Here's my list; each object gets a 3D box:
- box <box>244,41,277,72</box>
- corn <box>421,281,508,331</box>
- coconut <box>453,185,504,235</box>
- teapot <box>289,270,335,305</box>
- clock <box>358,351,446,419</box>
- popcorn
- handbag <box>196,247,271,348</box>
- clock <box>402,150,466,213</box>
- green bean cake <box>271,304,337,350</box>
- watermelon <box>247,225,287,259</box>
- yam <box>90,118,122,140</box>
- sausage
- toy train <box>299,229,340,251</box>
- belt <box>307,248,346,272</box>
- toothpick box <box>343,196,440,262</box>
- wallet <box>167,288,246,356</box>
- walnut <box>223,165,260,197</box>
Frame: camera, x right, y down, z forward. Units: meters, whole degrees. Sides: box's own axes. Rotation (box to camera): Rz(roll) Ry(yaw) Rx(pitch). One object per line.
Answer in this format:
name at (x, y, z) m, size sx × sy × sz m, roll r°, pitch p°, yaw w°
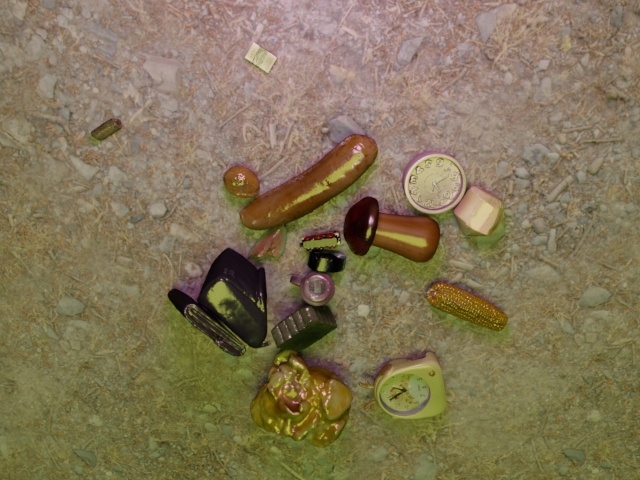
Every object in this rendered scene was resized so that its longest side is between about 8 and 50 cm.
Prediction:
box at (-0.179, -0.550, 1.608) m, size 0.083 × 0.024 × 0.054 m, roll 32°, pitch 109°, yaw -10°
corn at (0.502, 0.225, 1.838) m, size 0.310 × 0.101 × 0.101 m, roll 22°, pitch 109°, yaw -5°
coconut at (0.502, -0.084, 1.705) m, size 0.147 × 0.147 × 0.153 m, roll 26°, pitch 106°, yaw -8°
teapot at (-0.025, 0.168, 1.805) m, size 0.148 × 0.146 × 0.116 m, roll -8°, pitch 81°, yaw 0°
clock at (0.299, 0.541, 1.961) m, size 0.307 × 0.096 × 0.235 m, roll -10°, pitch 111°, yaw 5°
popcorn at (-0.057, 0.573, 1.917) m, size 0.334 × 0.293 × 0.292 m, roll 26°, pitch 65°, yaw -11°
handbag at (-0.243, 0.176, 1.737) m, size 0.275 × 0.302 × 0.178 m, roll 39°, pitch 100°, yaw -14°
clock at (0.362, -0.186, 1.707) m, size 0.196 × 0.068 × 0.197 m, roll 0°, pitch 111°, yaw 1°
green bean cake at (-0.057, 0.298, 1.835) m, size 0.183 × 0.185 × 0.094 m, roll -35°, pitch 67°, yaw 17°
watermelon at (-0.159, 0.012, 1.795) m, size 0.101 × 0.080 × 0.155 m, roll 29°, pitch 93°, yaw -19°
yam at (-0.673, -0.350, 1.684) m, size 0.094 × 0.043 × 0.043 m, roll -30°, pitch 107°, yaw 13°
sausage at (-0.034, -0.166, 1.694) m, size 0.500 × 0.123 × 0.136 m, roll -32°, pitch 104°, yaw 13°
toy train at (0.000, 0.000, 1.775) m, size 0.137 × 0.087 × 0.050 m, roll -8°, pitch 102°, yaw 7°
belt at (0.021, 0.070, 1.786) m, size 0.140 × 0.105 × 0.058 m, roll 2°, pitch 108°, yaw -26°
toothpick box at (0.221, -0.026, 1.710) m, size 0.294 × 0.192 × 0.192 m, roll 13°, pitch 110°, yaw -9°
wallet at (-0.379, 0.258, 1.720) m, size 0.228 × 0.406 × 0.062 m, roll 46°, pitch 76°, yaw -17°
walnut at (-0.249, -0.184, 1.705) m, size 0.124 × 0.105 × 0.105 m, roll 27°, pitch 109°, yaw -9°
